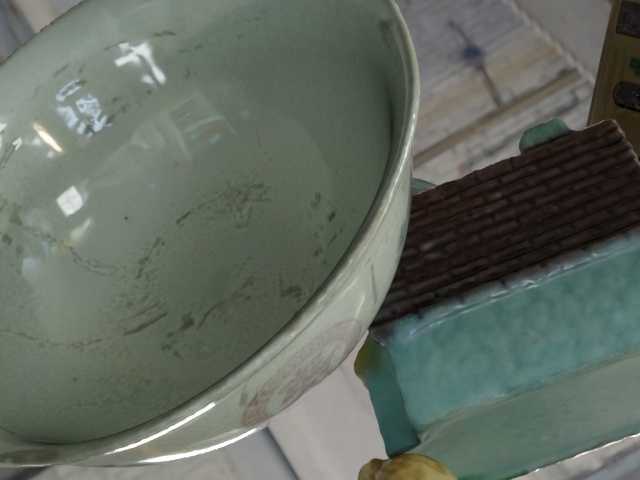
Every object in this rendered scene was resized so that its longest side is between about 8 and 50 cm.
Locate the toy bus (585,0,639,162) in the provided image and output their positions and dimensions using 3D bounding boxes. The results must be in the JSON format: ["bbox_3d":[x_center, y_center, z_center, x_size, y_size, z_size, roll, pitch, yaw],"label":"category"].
[{"bbox_3d":[0.382,-0.167,1.575,0.139,0.289,0.157,21,-162,34],"label":"toy bus"}]

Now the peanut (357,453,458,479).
[{"bbox_3d":[0.053,0.239,1.066,0.159,0.109,0.140,-60,169,-5],"label":"peanut"}]

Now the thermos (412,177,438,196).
[{"bbox_3d":[0.000,0.000,1.377,0.145,0.286,0.182,-71,175,-57],"label":"thermos"}]

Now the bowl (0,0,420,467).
[{"bbox_3d":[-0.092,0.009,1.022,0.435,0.196,0.435,-17,-132,19],"label":"bowl"}]

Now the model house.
[{"bbox_3d":[0.158,0.046,1.203,0.280,0.249,0.230,-20,151,6],"label":"model house"}]
